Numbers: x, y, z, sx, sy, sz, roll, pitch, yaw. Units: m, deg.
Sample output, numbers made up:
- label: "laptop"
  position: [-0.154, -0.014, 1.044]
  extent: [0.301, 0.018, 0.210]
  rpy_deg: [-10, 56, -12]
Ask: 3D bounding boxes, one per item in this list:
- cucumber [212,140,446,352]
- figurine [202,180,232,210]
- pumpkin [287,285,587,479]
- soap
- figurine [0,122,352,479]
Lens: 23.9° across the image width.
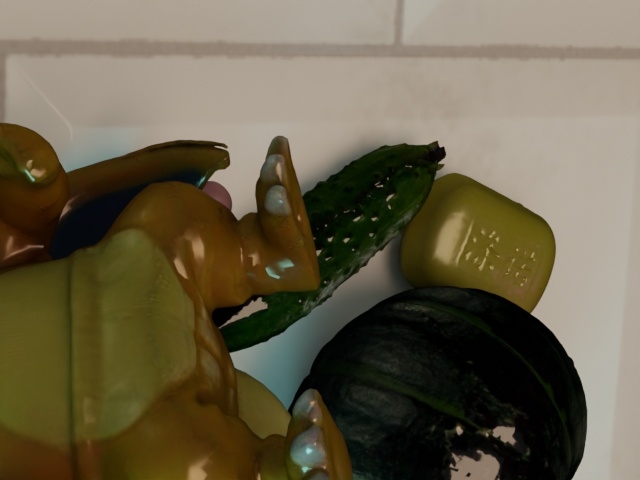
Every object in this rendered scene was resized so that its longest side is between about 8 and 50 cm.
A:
- label: "cucumber"
  position: [0.000, 0.000, 0.981]
  extent: [0.227, 0.069, 0.069]
  rpy_deg: [-38, 119, -26]
- label: "figurine"
  position: [-0.090, -0.001, 0.915]
  extent: [0.071, 0.067, 0.083]
  rpy_deg: [18, 106, -16]
- label: "pumpkin"
  position: [0.086, 0.157, 0.990]
  extent: [0.250, 0.216, 0.250]
  rpy_deg: [-51, 154, -37]
- label: "soap"
  position: [0.115, 0.009, 1.074]
  extent: [0.140, 0.045, 0.089]
  rpy_deg: [25, 89, -36]
- label: "figurine"
  position: [-0.179, 0.113, 0.710]
  extent: [0.387, 0.268, 0.401]
  rpy_deg: [-9, 71, 2]
